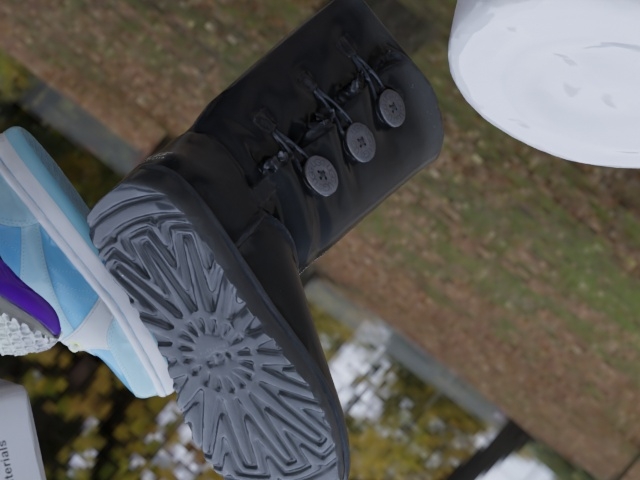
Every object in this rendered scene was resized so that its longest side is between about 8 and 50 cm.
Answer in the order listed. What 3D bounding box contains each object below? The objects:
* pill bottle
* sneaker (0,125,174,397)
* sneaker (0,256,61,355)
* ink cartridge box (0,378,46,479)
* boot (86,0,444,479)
[{"bbox_3d":[0.189,-0.217,0.893,0.176,0.318,0.176,13,156,6],"label":"pill bottle"},{"bbox_3d":[-0.296,0.065,1.566,0.319,0.208,0.127,58,178,-16],"label":"sneaker"},{"bbox_3d":[-0.341,-0.015,1.396,0.293,0.146,0.102,36,145,-24],"label":"sneaker"},{"bbox_3d":[-0.393,0.211,1.041,0.285,0.395,0.166,173,86,-71],"label":"ink cartridge box"},{"bbox_3d":[-0.001,-0.002,1.517,0.367,0.146,0.445,65,-147,-18],"label":"boot"}]
